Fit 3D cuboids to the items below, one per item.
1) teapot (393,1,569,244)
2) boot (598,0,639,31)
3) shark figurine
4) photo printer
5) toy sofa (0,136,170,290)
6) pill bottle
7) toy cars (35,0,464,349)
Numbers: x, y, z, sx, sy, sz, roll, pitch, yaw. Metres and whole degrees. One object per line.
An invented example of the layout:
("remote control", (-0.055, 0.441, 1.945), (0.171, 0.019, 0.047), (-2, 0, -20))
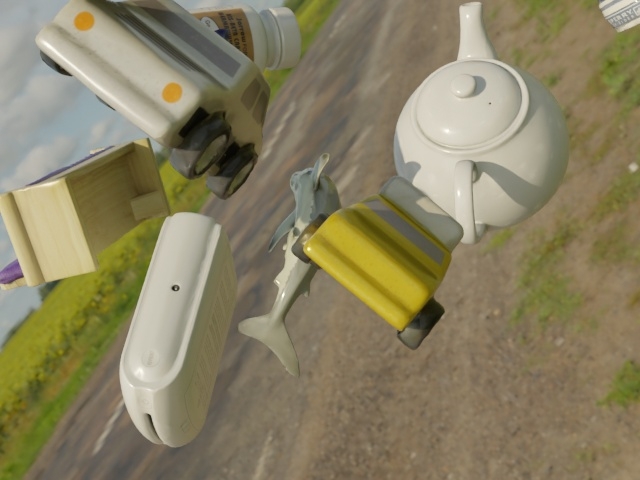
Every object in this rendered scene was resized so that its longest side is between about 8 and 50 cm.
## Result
("teapot", (0.202, -0.142, 1.304), (0.252, 0.256, 0.187), (-41, -33, -7))
("boot", (0.213, -0.193, 0.561), (0.190, 0.086, 0.069), (-33, 6, -31))
("shark figurine", (0.002, 0.013, 1.215), (0.166, 0.116, 0.278), (-43, 28, 55))
("photo printer", (-0.213, 0.150, 1.514), (0.256, 0.107, 0.307), (87, -167, -60))
("toy sofa", (-0.396, -0.052, 1.626), (0.177, 0.150, 0.362), (-11, 14, 15))
("pill bottle", (-0.155, -0.323, 1.651), (0.229, 0.131, 0.131), (-12, -6, -23))
("toy cars", (-0.011, -0.041, 0.607), (0.087, 0.394, 0.176), (-51, 43, 0))
